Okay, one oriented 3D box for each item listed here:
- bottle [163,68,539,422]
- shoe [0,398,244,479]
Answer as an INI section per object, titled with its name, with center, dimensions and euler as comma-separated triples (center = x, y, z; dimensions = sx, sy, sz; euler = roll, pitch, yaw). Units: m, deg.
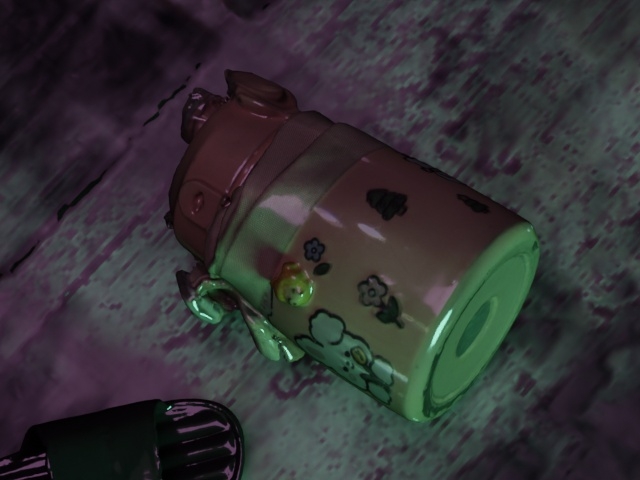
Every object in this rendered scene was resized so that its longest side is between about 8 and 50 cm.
[bottle]
center = 0.001, -0.001, 0.778
dimensions = 0.152, 0.099, 0.099
euler = 30, 79, 19
[shoe]
center = -0.109, 0.101, 0.779
dimensions = 0.159, 0.053, 0.062
euler = -16, 68, 5
